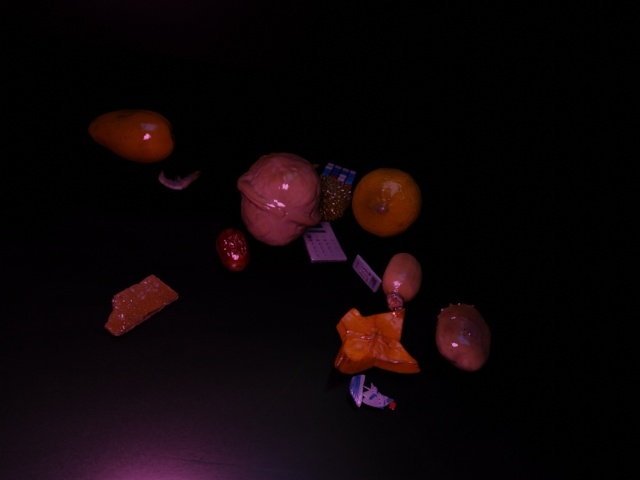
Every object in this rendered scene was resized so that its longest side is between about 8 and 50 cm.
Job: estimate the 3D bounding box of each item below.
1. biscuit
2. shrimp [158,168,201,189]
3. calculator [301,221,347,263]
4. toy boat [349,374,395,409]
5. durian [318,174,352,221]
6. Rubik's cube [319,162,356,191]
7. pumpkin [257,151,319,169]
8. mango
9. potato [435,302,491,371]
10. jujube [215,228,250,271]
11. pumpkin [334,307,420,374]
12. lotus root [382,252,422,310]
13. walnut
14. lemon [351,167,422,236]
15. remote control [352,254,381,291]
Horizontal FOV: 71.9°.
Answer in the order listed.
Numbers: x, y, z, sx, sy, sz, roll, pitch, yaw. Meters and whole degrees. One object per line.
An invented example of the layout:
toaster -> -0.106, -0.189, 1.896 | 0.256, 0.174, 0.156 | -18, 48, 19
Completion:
biscuit -> -0.566, 0.196, 1.351 | 0.131, 0.026, 0.237 | 31, 39, 19
shrimp -> -0.626, -0.287, 1.946 | 0.148, 0.035, 0.195 | 24, 38, 12
calculator -> 0.000, 0.000, 1.845 | 0.161, 0.021, 0.261 | 0, 40, -23
toy boat -> 0.145, 0.466, 1.307 | 0.149, 0.034, 0.105 | 43, 39, 11
durian -> 0.010, -0.189, 1.929 | 0.237, 0.200, 0.176 | 19, 11, 12
Rubik's cube -> 0.069, -0.253, 2.089 | 0.154, 0.155, 0.151 | 21, 35, 3
pumpkin -> -0.160, -0.336, 2.001 | 0.139, 0.281, 0.190 | -30, 93, -55
mango -> -0.823, -0.467, 1.944 | 0.379, 0.221, 0.263 | 11, 39, 6
potato -> 0.499, 0.322, 1.542 | 0.192, 0.141, 0.296 | 23, 34, 2
jujube -> -0.315, 0.033, 1.599 | 0.112, 0.109, 0.176 | -25, 48, 1
pumpkin -> 0.166, 0.323, 1.436 | 0.291, 0.095, 0.258 | 6, 40, -13
lotus root -> 0.318, 0.141, 1.703 | 0.146, 0.130, 0.303 | 21, 37, 6
walnut -> -0.154, -0.163, 1.710 | 0.382, 0.381, 0.381 | 12, 37, -9
lemon -> 0.293, -0.170, 1.959 | 0.337, 0.335, 0.336 | 12, 37, -9
remote control -> 0.182, 0.127, 1.725 | 0.029, 0.061, 0.162 | -10, 46, -36
